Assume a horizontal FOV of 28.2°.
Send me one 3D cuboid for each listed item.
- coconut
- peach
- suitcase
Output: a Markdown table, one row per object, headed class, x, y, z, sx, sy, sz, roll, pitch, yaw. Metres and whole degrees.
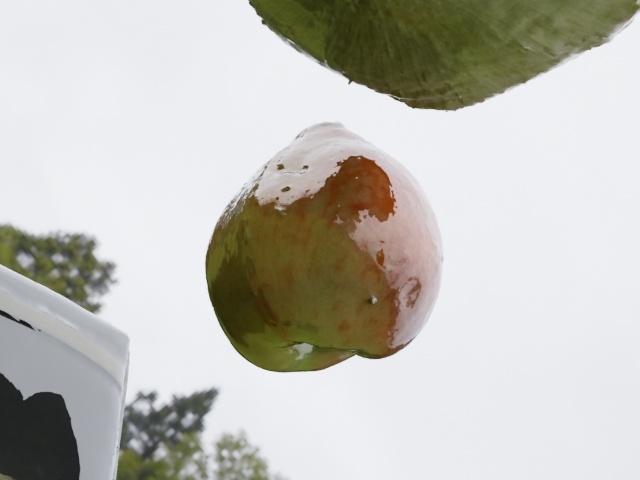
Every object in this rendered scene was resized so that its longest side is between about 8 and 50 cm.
| class | x | y | z | sx | sy | sz | roll | pitch | yaw |
| --- | --- | --- | --- | --- | --- | --- | --- | --- | --- |
| coconut | 0.097 | -0.289 | 0.980 | 0.404 | 0.404 | 0.405 | 40 | -27 | 25 |
| peach | 0.000 | 0.000 | 1.118 | 0.232 | 0.232 | 0.232 | 40 | -27 | 25 |
| suitcase | -0.315 | 0.190 | 1.130 | 0.283 | 0.434 | 0.194 | 32 | -56 | -25 |
